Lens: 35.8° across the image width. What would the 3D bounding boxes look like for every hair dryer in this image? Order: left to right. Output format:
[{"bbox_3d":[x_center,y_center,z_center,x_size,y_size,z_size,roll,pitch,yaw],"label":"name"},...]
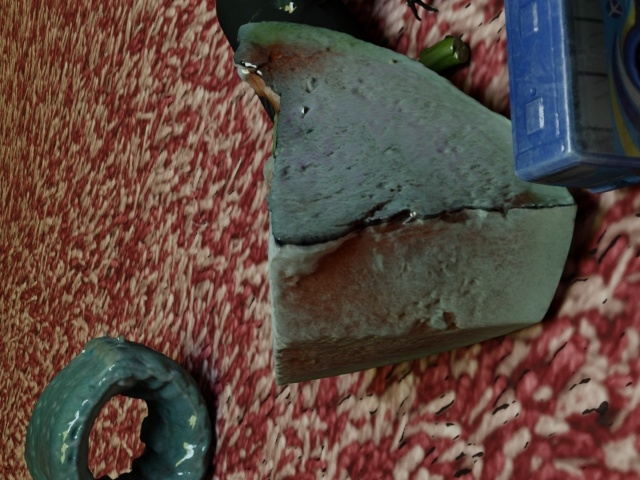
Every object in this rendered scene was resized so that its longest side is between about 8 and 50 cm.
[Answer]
[{"bbox_3d":[-0.034,-0.278,0.881,0.302,0.116,0.244,93,156,-43],"label":"hair dryer"}]

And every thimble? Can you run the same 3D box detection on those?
[{"bbox_3d":[-0.238,0.227,1.171,0.143,0.198,0.235,0,93,58],"label":"thimble"}]

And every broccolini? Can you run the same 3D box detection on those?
[{"bbox_3d":[0.052,-0.054,0.848,0.271,0.062,0.123,-56,53,38],"label":"broccolini"}]

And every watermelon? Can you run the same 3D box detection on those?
[{"bbox_3d":[0.000,0.000,0.737,0.320,0.213,0.289,42,121,18],"label":"watermelon"}]

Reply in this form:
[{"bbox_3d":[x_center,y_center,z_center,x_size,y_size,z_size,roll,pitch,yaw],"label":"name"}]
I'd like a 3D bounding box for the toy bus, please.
[{"bbox_3d":[0.163,-0.151,0.613,0.079,0.094,0.236,-17,73,59],"label":"toy bus"}]

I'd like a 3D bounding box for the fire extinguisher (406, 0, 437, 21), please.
[{"bbox_3d":[0.115,-0.234,0.768,0.173,0.035,0.049,-30,65,52],"label":"fire extinguisher"}]
